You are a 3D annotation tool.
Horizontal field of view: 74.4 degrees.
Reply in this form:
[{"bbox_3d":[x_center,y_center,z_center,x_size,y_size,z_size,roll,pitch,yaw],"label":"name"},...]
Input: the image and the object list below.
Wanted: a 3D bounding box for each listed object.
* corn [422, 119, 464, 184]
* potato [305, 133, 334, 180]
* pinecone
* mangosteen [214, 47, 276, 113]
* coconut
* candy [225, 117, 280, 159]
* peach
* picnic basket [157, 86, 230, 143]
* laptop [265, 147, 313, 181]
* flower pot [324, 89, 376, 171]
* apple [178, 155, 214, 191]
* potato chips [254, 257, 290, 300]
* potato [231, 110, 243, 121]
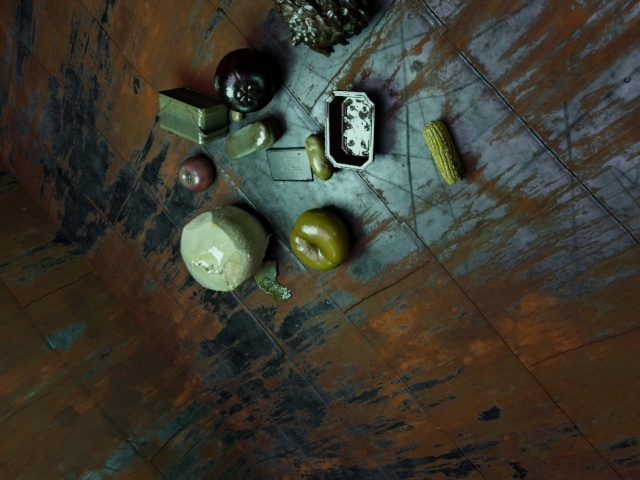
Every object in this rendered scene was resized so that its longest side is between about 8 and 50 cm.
[{"bbox_3d":[0.371,-0.264,1.266,0.072,0.072,0.203,-18,105,39],"label":"corn"},{"bbox_3d":[-0.003,-0.290,1.481,0.079,0.107,0.171,-17,109,-5],"label":"potato"},{"bbox_3d":[0.010,-0.669,1.162,0.295,0.298,0.242,-23,75,22],"label":"pinecone"},{"bbox_3d":[-0.256,-0.557,1.456,0.216,0.216,0.216,16,122,27],"label":"mangosteen"},{"bbox_3d":[-0.407,0.044,1.761,0.346,0.360,0.347,15,119,28],"label":"coconut"},{"bbox_3d":[-0.257,-0.385,1.596,0.233,0.104,0.102,-10,109,37],"label":"candy"},{"bbox_3d":[0.000,0.000,1.605,0.251,0.153,0.251,21,125,32],"label":"peach"},{"bbox_3d":[-0.501,-0.497,1.661,0.266,0.165,0.139,25,126,22],"label":"picnic basket"},{"bbox_3d":[-0.120,-0.287,1.615,0.197,0.016,0.135,5,118,32],"label":"laptop"},{"bbox_3d":[0.110,-0.364,1.377,0.178,0.084,0.251,14,122,27],"label":"flower pot"},{"bbox_3d":[-0.533,-0.288,1.825,0.153,0.120,0.154,12,114,28],"label":"apple"},{"bbox_3d":[-0.227,0.178,1.932,0.202,0.029,0.220,-25,96,40],"label":"potato chips"},{"bbox_3d":[-0.317,-0.497,1.620,0.051,0.040,0.083,33,128,31],"label":"potato"}]
